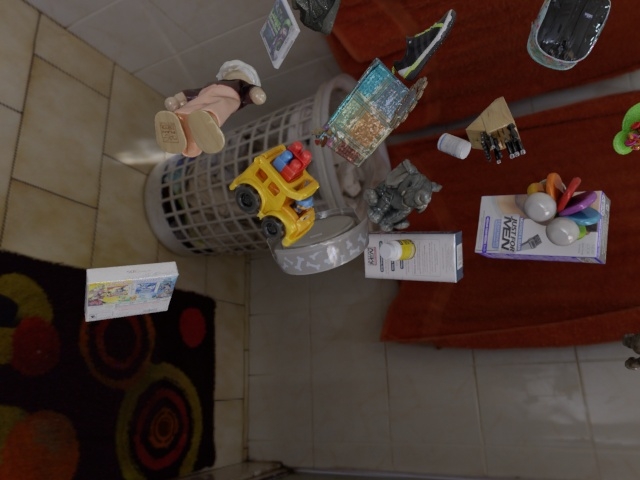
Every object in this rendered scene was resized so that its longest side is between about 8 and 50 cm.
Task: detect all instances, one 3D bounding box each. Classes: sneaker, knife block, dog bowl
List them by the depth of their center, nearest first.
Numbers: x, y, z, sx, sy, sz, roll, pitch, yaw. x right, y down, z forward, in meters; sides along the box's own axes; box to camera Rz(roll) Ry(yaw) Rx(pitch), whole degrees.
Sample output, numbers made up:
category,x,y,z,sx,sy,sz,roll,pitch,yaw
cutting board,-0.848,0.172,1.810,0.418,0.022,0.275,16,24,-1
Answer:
category,x,y,z,sx,sy,sz,roll,pitch,yaw
sneaker,-0.003,-0.672,1.243,0.228,0.130,0.087,116,-20,-45
sneaker,0.297,-0.583,1.380,0.097,0.235,0.084,39,26,2
dog bowl,0.000,0.000,1.530,0.349,0.348,0.102,-50,125,-58
knife block,0.647,-0.384,1.630,0.275,0.242,0.088,-44,123,-15

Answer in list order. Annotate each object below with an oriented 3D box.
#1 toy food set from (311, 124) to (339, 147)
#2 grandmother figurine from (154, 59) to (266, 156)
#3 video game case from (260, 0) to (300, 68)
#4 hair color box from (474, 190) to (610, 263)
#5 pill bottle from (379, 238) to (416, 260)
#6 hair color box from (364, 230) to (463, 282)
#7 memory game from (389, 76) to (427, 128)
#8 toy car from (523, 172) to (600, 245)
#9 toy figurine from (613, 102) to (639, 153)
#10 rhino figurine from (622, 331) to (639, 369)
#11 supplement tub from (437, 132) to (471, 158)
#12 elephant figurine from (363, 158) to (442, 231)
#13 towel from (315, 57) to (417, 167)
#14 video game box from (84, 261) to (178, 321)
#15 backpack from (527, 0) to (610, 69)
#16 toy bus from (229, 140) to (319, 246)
category,x,y,z,sx,sy,sz,roll,pitch,yaw
toy food set,0.012,-0.347,1.580,0.019,0.122,0.078,-24,102,-38
grandmother figurine,-0.200,-0.269,0.915,0.342,0.207,0.104,-71,168,-55
video game case,-0.149,-0.750,1.683,0.022,0.173,0.191,-2,61,-37
hair color box,0.640,-0.038,1.373,0.110,0.338,0.185,18,78,-46
pill bottle,0.237,0.030,1.439,0.116,0.065,0.065,-4,84,-42
hair color box,0.336,0.053,1.718,0.105,0.347,0.174,-14,103,-59
memory game,0.274,-0.429,1.467,0.012,0.186,0.186,29,45,-12
toy car,0.608,-0.089,1.160,0.182,0.136,0.159,49,47,4
toy figurine,0.951,-0.315,1.326,0.130,0.173,0.159,45,6,-12
rhino figurine,0.668,0.149,0.862,0.073,0.243,0.106,52,0,19
supplement tub,0.506,-0.358,1.778,0.071,0.107,0.071,-30,137,-32
elephant figurine,0.244,-0.130,1.265,0.169,0.239,0.186,3,66,-32
towel,0.187,-0.481,1.838,0.271,0.370,0.040,27,21,-37
video game box,-0.477,0.128,1.176,0.205,0.187,0.048,-4,58,-32
backpack,0.879,-0.755,1.696,0.191,0.225,0.254,0,111,-87
toy bus,-0.079,-0.129,1.153,0.220,0.211,0.149,48,40,0
